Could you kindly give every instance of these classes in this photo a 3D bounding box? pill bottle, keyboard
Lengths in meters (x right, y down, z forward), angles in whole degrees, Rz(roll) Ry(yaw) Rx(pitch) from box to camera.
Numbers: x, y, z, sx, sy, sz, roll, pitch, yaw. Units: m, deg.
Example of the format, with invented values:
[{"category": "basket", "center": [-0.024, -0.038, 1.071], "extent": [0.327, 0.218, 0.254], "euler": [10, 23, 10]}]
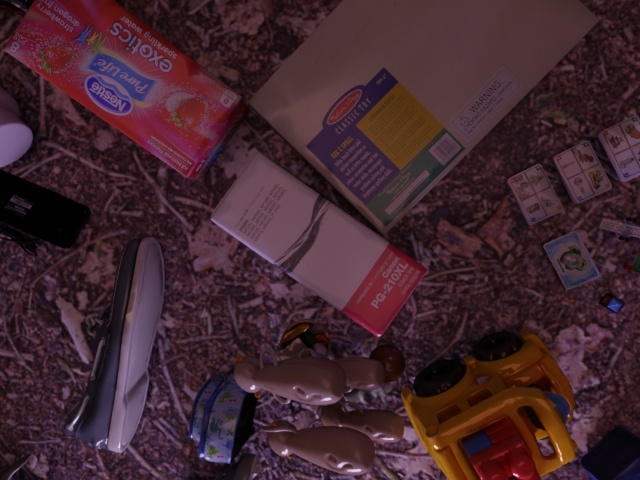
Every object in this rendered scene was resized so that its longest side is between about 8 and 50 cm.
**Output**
[{"category": "pill bottle", "center": [-0.522, -0.203, 0.586], "extent": [0.215, 0.117, 0.117], "euler": [42, 94, 0]}, {"category": "keyboard", "center": [-0.458, -0.040, 0.641], "extent": [0.192, 0.038, 0.100], "euler": [23, 70, 2]}]

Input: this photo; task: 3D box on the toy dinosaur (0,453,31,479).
[{"category": "toy dinosaur", "center": [-0.502, 0.426, 0.632], "extent": [0.160, 0.121, 0.313], "euler": [43, 89, -12]}]

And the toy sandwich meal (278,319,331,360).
[{"category": "toy sandwich meal", "center": [-0.025, 0.160, 0.624], "extent": [0.086, 0.029, 0.085], "euler": [0, 93, 3]}]

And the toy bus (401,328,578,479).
[{"category": "toy bus", "center": [0.235, 0.230, 0.527], "extent": [0.220, 0.211, 0.149], "euler": [-29, 90, 2]}]

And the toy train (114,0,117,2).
[{"category": "toy train", "center": [-0.310, -0.350, 0.611], "extent": [0.027, 0.036, 0.158], "euler": [-1, 95, -5]}]

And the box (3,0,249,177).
[{"category": "box", "center": [-0.237, -0.207, 0.553], "extent": [0.257, 0.122, 0.128], "euler": [36, 94, -9]}]

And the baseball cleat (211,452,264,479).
[{"category": "baseball cleat", "center": [-0.155, 0.370, 0.596], "extent": [0.110, 0.072, 0.205], "euler": [23, 113, 3]}]

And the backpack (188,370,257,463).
[{"category": "backpack", "center": [-0.137, 0.251, 0.591], "extent": [0.084, 0.114, 0.104], "euler": [9, 94, 2]}]

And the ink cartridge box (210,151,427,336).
[{"category": "ink cartridge box", "center": [0.000, 0.000, 0.545], "extent": [0.237, 0.172, 0.100], "euler": [35, 93, 1]}]

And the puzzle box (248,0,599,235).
[{"category": "puzzle box", "center": [0.133, -0.242, 0.588], "extent": [0.409, 0.052, 0.272], "euler": [-45, 90, 4]}]

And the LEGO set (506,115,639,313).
[{"category": "LEGO set", "center": [0.408, -0.024, 0.601], "extent": [0.183, 0.060, 0.244], "euler": [-28, 90, 16]}]

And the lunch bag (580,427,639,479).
[{"category": "lunch bag", "center": [0.439, 0.324, 0.592], "extent": [0.098, 0.067, 0.065], "euler": [-42, 91, 2]}]

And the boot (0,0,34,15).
[{"category": "boot", "center": [-0.379, -0.408, 0.579], "extent": [0.237, 0.085, 0.178], "euler": [14, 95, 18]}]

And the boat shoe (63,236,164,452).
[{"category": "boat shoe", "center": [-0.297, 0.145, 0.595], "extent": [0.099, 0.116, 0.319], "euler": [12, 98, -2]}]

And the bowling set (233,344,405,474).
[{"category": "bowling set", "center": [0.026, 0.233, 0.583], "extent": [0.154, 0.200, 0.286], "euler": [-7, 107, 34]}]
